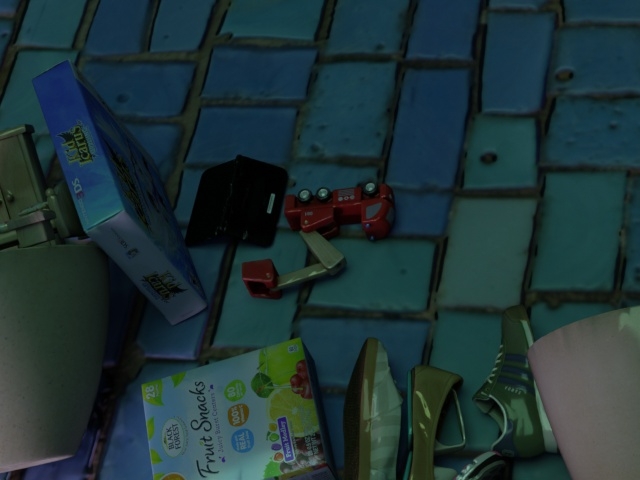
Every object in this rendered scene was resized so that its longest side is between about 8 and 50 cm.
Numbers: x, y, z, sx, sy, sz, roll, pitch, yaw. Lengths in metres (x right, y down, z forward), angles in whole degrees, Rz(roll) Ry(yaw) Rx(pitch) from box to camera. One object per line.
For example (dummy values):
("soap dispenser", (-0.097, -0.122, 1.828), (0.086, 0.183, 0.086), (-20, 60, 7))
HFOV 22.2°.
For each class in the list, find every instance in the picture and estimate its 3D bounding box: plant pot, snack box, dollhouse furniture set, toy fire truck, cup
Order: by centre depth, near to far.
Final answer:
("plant pot", (0.366, 0.227, 1.695), (0.256, 0.256, 0.274), (-12, 70, 9))
("snack box", (-0.097, 0.228, 1.922), (0.207, 0.070, 0.174), (-18, 54, 7))
("cup", (-0.396, 0.157, 1.942), (0.331, 0.331, 0.237), (-13, 83, 8))
("dollhouse furniture set", (-0.448, -0.047, 2.017), (0.303, 0.355, 0.174), (-17, 90, 6))
("toy fire truck", (0.000, 0.000, 2.059), (0.192, 0.047, 0.135), (-6, 56, 12))

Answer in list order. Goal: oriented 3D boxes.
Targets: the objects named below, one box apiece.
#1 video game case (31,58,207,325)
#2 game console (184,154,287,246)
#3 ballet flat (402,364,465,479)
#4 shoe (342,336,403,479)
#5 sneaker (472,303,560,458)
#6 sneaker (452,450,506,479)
("video game case", (-0.250, -0.061, 2.051), (0.061, 0.244, 0.269), (-29, 53, 6))
("game console", (-0.110, -0.043, 2.144), (0.107, 0.071, 0.122), (16, 60, -8))
("ballet flat", (0.127, 0.244, 1.841), (0.073, 0.080, 0.232), (4, 59, 4))
("shoe", (0.063, 0.216, 1.891), (0.058, 0.076, 0.219), (14, 58, -13))
("sneaker", (0.214, 0.164, 1.871), (0.086, 0.064, 0.192), (-13, 57, 3))
("sneaker", (0.167, 0.314, 1.790), (0.074, 0.063, 0.170), (25, 72, 30))
